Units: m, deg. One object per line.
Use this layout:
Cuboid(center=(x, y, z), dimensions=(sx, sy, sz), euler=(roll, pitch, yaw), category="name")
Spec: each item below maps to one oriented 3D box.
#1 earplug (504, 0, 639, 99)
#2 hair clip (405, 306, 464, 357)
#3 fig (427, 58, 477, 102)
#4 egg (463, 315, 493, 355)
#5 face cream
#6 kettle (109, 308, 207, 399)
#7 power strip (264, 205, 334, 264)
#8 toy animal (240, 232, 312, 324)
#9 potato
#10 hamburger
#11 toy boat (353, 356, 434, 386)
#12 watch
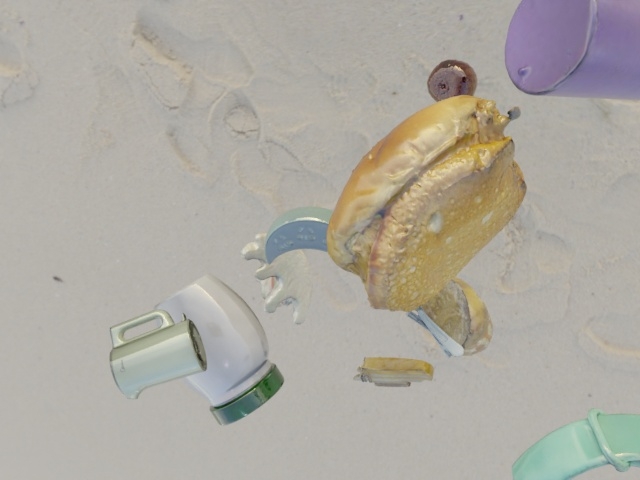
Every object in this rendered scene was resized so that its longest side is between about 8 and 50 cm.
Cuboid(center=(0.611, -0.376, 1.052), dimensions=(0.456, 0.215, 0.215), euler=(-1, 121, -23), category="earplug")
Cuboid(center=(0.184, 0.143, 0.842), dimensions=(0.115, 0.030, 0.039), euler=(43, 164, -13), category="hair clip")
Cuboid(center=(0.423, -0.465, 1.582), dimensions=(0.146, 0.201, 0.133), euler=(46, 130, 37), category="fig")
Cuboid(center=(0.538, 0.323, 1.963), dimensions=(0.203, 0.245, 0.203), euler=(-1, 88, 29), category="egg")
Cuboid(center=(-0.274, 0.279, 1.402), dimensions=(0.312, 0.219, 0.357), euler=(-28, 95, 44), category="face cream")
Cuboid(center=(-0.292, 0.198, 0.948), dimensions=(0.148, 0.098, 0.126), euler=(-18, 104, -4), category="kettle")
Cuboid(center=(0.000, 0.000, 0.989), dimensions=(0.216, 0.044, 0.137), euler=(4, 132, 7), category="power strip")
Cuboid(center=(-0.165, 0.100, 1.782), dimensions=(0.308, 0.188, 0.266), euler=(22, 96, -30), category="toy animal")
Cuboid(center=(0.312, 0.148, 1.258), dimensions=(0.098, 0.243, 0.138), euler=(6, 110, -30), category="potato")
Cuboid(center=(0.154, -0.051, 0.747), dimensions=(0.314, 0.290, 0.170), euler=(-47, 66, 7), category="hamburger")
Cuboid(center=(0.278, 0.509, 2.031), dimensions=(0.310, 0.089, 0.115), euler=(-3, 121, 18), category="toy boat")
Cuboid(center=(0.333, 0.276, 0.616), dimensions=(0.195, 0.068, 0.237), euler=(-30, 126, 24), category="watch")
